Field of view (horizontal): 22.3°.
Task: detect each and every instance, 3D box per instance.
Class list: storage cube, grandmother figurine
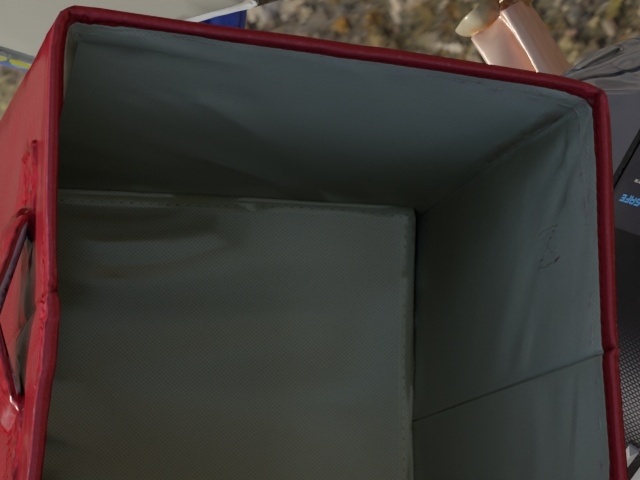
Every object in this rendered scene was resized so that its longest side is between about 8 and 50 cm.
[{"bbox_3d":[-0.023,0.050,0.569,0.193,0.215,0.184,144,129,-63],"label":"storage cube"},{"bbox_3d":[0.300,-0.146,1.978,0.342,0.207,0.104,55,160,6],"label":"grandmother figurine"}]

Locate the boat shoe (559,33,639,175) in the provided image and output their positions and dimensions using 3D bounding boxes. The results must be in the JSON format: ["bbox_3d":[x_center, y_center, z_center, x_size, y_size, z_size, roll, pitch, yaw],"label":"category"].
[{"bbox_3d":[0.182,-0.073,1.036,0.084,0.258,0.095,17,120,49],"label":"boat shoe"}]

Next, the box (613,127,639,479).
[{"bbox_3d":[0.165,0.095,0.704,0.073,0.295,0.293,30,92,-19],"label":"box"}]

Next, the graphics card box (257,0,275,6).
[{"bbox_3d":[-0.013,-0.399,1.588,0.094,0.233,0.371,36,117,10],"label":"graphics card box"}]

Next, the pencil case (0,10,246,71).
[{"bbox_3d":[-0.183,-0.169,0.993,0.306,0.119,0.133,12,127,-22],"label":"pencil case"}]

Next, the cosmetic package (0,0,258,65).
[{"bbox_3d":[-0.131,-0.241,0.702,0.129,0.153,0.296,-12,80,23],"label":"cosmetic package"}]
